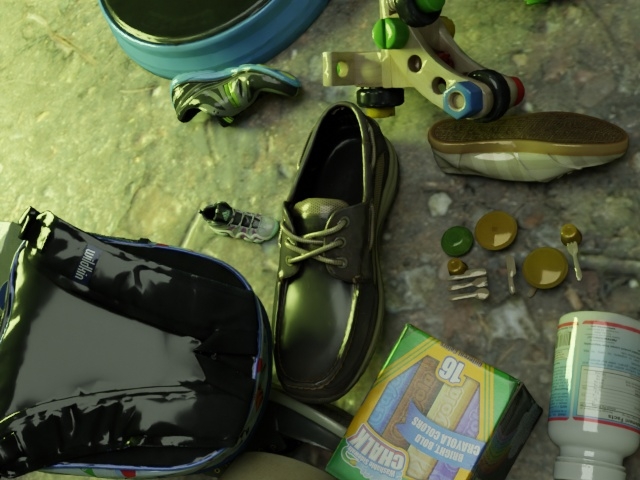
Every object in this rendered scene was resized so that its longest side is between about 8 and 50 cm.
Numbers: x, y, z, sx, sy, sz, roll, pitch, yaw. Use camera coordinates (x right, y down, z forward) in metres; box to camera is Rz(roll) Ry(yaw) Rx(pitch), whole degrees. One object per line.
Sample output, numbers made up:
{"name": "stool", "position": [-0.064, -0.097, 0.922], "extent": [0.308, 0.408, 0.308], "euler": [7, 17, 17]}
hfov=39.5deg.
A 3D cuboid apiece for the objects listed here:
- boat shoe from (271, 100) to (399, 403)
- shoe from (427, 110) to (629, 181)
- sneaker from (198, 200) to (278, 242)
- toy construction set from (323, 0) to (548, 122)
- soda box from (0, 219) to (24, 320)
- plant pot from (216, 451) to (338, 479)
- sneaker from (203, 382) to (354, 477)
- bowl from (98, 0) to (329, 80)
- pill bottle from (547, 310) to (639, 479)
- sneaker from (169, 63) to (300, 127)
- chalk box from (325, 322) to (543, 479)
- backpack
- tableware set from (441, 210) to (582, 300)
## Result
{"name": "boat shoe", "position": [0.000, 0.000, 0.982], "extent": [0.132, 0.130, 0.356], "euler": [-5, 58, 21]}
{"name": "shoe", "position": [0.231, -0.102, 0.999], "extent": [0.218, 0.058, 0.077], "euler": [4, 39, 20]}
{"name": "sneaker", "position": [-0.106, -0.026, 1.101], "extent": [0.098, 0.069, 0.038], "euler": [2, 71, 24]}
{"name": "toy construction set", "position": [0.123, -0.276, 1.035], "extent": [0.237, 0.258, 0.309], "euler": [1, 36, 47]}
{"name": "soda box", "position": [-0.465, 0.115, 1.189], "extent": [0.098, 0.091, 0.287], "euler": [7, 73, 24]}
{"name": "plant pot", "position": [-0.070, 0.356, 0.855], "extent": [0.256, 0.256, 0.274], "euler": [4, 56, 25]}
{"name": "sneaker", "position": [-0.052, 0.224, 0.984], "extent": [0.222, 0.083, 0.118], "euler": [15, 86, 31]}
{"name": "bowl", "position": [-0.151, -0.415, 1.271], "extent": [0.390, 0.077, 0.391], "euler": [-8, 67, 20]}
{"name": "pill bottle", "position": [0.266, 0.155, 0.858], "extent": [0.087, 0.087, 0.160], "euler": [4, 72, 25]}
{"name": "sneaker", "position": [-0.111, -0.190, 1.181], "extent": [0.188, 0.067, 0.078], "euler": [-4, 90, 20]}
{"name": "chalk box", "position": [0.104, 0.215, 0.879], "extent": [0.132, 0.132, 0.213], "euler": [27, 81, 29]}
{"name": "backpack", "position": [-0.180, 0.124, 0.898], "extent": [0.263, 0.213, 0.277], "euler": [6, 80, 11]}
{"name": "tableware set", "position": [0.209, 0.014, 0.978], "extent": [0.154, 0.024, 0.104], "euler": [-12, 63, 20]}
